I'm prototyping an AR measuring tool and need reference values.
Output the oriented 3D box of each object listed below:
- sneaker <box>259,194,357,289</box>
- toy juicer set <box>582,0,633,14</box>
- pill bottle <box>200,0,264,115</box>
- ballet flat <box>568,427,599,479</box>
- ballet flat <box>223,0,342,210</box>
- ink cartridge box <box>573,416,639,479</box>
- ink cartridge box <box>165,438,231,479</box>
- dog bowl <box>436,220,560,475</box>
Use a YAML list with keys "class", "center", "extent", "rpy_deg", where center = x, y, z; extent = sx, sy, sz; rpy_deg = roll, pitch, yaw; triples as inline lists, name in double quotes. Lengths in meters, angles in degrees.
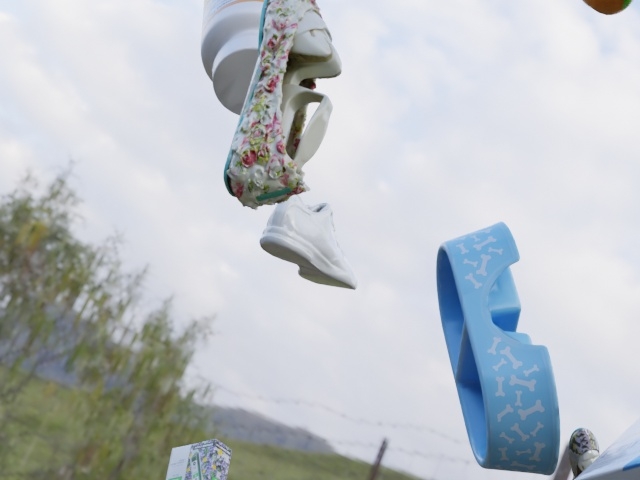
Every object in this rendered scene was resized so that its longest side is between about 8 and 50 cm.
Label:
- class: "sneaker"
  center: [0.000, 0.000, 1.555]
  extent: [0.080, 0.094, 0.212]
  rpy_deg: [7, -17, 28]
- class: "toy juicer set"
  center: [0.196, -0.332, 1.068]
  extent: [0.209, 0.089, 0.329]
  rpy_deg: [35, 21, -48]
- class: "pill bottle"
  center: [-0.086, -0.267, 1.547]
  extent: [0.136, 0.246, 0.136]
  rpy_deg: [-1, -51, -2]
- class: "ballet flat"
  center: [0.316, 0.270, 1.402]
  extent: [0.041, 0.041, 0.114]
  rpy_deg: [15, -48, 30]
- class: "ballet flat"
  center: [-0.022, -0.134, 1.057]
  extent: [0.077, 0.241, 0.091]
  rpy_deg: [1, -24, 23]
- class: "ink cartridge box"
  center: [0.236, 0.145, 0.783]
  extent: [0.088, 0.122, 0.052]
  rpy_deg: [-29, -92, 41]
- class: "ink cartridge box"
  center: [-0.132, 0.265, 1.220]
  extent: [0.063, 0.115, 0.029]
  rpy_deg: [-18, -44, 32]
- class: "dog bowl"
  center: [0.187, 0.117, 1.299]
  extent: [0.074, 0.297, 0.166]
  rpy_deg: [-7, -37, -5]
